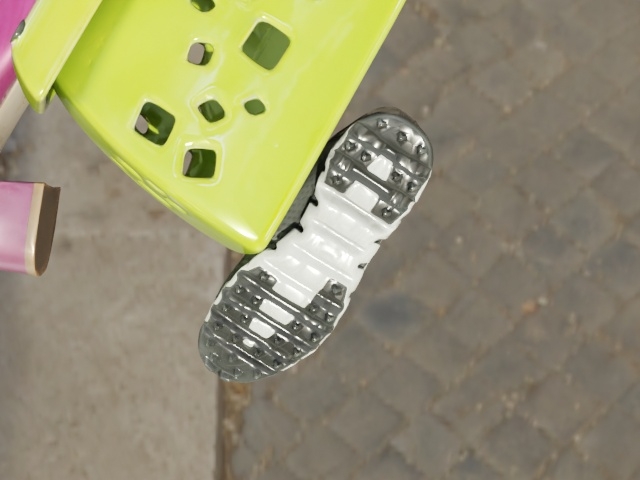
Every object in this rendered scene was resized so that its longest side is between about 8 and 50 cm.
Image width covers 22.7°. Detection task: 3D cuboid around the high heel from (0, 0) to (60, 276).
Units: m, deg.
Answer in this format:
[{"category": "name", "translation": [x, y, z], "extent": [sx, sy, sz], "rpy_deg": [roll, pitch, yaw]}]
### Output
[{"category": "high heel", "translation": [-0.289, -0.158, 1.278], "extent": [0.181, 0.127, 0.377], "rpy_deg": [6, 79, 4]}]

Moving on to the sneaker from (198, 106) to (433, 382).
[{"category": "sneaker", "translation": [0.000, 0.000, 1.099], "extent": [0.078, 0.234, 0.106], "rpy_deg": [34, 20, -6]}]

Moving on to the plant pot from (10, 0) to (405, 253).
[{"category": "plant pot", "translation": [-0.086, -0.139, 1.094], "extent": [0.207, 0.228, 0.227], "rpy_deg": [30, 87, -10]}]
